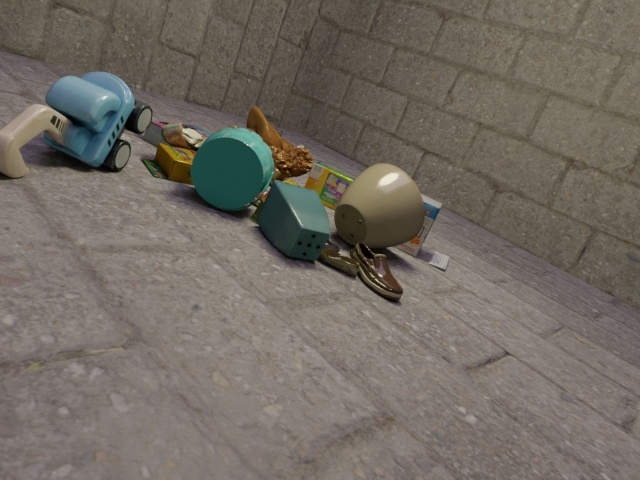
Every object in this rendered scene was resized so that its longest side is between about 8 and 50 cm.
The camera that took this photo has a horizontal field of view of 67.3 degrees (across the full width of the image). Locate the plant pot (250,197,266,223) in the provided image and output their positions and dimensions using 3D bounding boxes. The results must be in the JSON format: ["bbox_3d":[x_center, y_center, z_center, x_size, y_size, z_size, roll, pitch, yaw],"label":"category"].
[{"bbox_3d":[-0.190,-0.101,1.654,0.083,0.079,0.083,20,16,-6],"label":"plant pot"}]

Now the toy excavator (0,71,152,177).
[{"bbox_3d":[-0.735,-0.341,1.391,0.222,0.433,0.445,24,-11,4],"label":"toy excavator"}]

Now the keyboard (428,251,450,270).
[{"bbox_3d":[0.523,0.086,2.104,0.072,0.014,0.256,27,17,13],"label":"keyboard"}]

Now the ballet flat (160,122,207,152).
[{"bbox_3d":[-0.512,-0.387,1.944,0.316,0.106,0.108,27,46,-71],"label":"ballet flat"}]

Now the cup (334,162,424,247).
[{"bbox_3d":[0.191,-0.099,1.821,0.331,0.331,0.236,33,45,31],"label":"cup"}]

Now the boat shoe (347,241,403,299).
[{"bbox_3d":[0.174,0.086,1.517,0.095,0.095,0.257,8,22,-40],"label":"boat shoe"}]

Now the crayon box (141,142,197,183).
[{"bbox_3d":[-0.490,-0.279,1.819,0.318,0.081,0.202,7,23,-40],"label":"crayon box"}]

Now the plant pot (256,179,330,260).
[{"bbox_3d":[-0.073,-0.051,1.522,0.165,0.166,0.234,12,27,-31],"label":"plant pot"}]

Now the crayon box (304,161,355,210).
[{"bbox_3d":[0.069,-0.238,2.256,0.278,0.166,0.081,26,17,11],"label":"crayon box"}]

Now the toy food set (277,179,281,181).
[{"bbox_3d":[-0.150,-0.237,2.192,0.191,0.039,0.132,27,17,14],"label":"toy food set"}]

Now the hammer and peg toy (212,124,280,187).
[{"bbox_3d":[-0.325,-0.365,2.051,0.266,0.127,0.361,44,3,-41],"label":"hammer and peg toy"}]

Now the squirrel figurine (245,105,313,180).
[{"bbox_3d":[-0.219,-0.415,2.373,0.397,0.281,0.370,45,15,27],"label":"squirrel figurine"}]

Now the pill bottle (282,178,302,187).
[{"bbox_3d":[-0.134,-0.198,1.982,0.103,0.103,0.184,25,17,7],"label":"pill bottle"}]

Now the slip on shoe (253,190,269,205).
[{"bbox_3d":[-0.133,-0.142,1.821,0.331,0.102,0.123,26,19,17],"label":"slip on shoe"}]

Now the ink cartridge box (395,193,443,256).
[{"bbox_3d":[0.393,-0.080,2.070,0.171,0.233,0.168,26,19,11],"label":"ink cartridge box"}]

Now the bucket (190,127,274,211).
[{"bbox_3d":[-0.302,-0.242,1.637,0.280,0.281,0.183,21,18,-7],"label":"bucket"}]

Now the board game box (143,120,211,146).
[{"bbox_3d":[-0.604,-0.452,2.177,0.223,0.098,0.303,28,17,17],"label":"board game box"}]

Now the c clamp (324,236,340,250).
[{"bbox_3d":[0.000,0.000,1.699,0.160,0.022,0.137,4,30,-50],"label":"c clamp"}]

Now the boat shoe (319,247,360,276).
[{"bbox_3d":[0.050,0.068,1.525,0.152,0.048,0.056,20,28,15],"label":"boat shoe"}]

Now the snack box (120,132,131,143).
[{"bbox_3d":[-0.822,-0.409,1.863,0.100,0.037,0.141,35,21,32],"label":"snack box"}]
